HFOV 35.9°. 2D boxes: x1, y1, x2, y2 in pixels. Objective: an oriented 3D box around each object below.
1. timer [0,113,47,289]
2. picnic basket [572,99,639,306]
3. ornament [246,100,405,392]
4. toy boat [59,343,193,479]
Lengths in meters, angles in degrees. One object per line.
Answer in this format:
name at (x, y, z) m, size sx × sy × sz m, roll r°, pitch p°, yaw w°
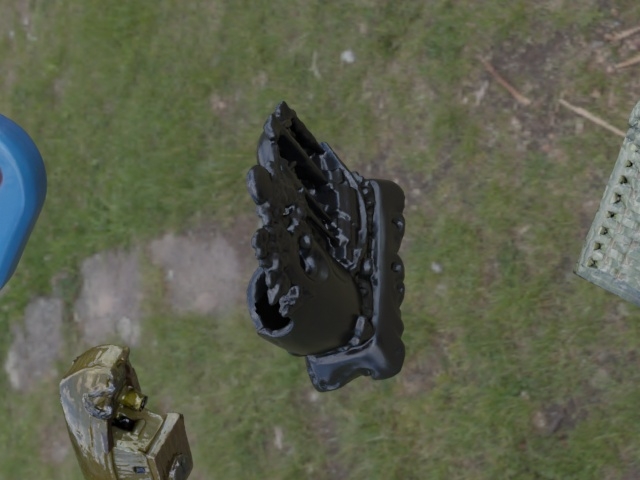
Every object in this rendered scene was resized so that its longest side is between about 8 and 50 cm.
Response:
timer at (-0.566, -0.078, 1.390) m, size 0.340 × 0.115 × 0.309 m, roll 28°, pitch 114°, yaw -5°
picnic basket at (0.302, -0.020, 0.693) m, size 0.134 × 0.196 × 0.154 m, roll 33°, pitch 111°, yaw 41°
ornament at (-0.015, -0.013, 0.868) m, size 0.106 × 0.260 × 0.251 m, roll -13°, pitch 53°, yaw 21°
toy boat at (-0.209, 0.233, 1.106) m, size 0.121 × 0.089 × 0.321 m, roll 14°, pitch 136°, yaw 16°
